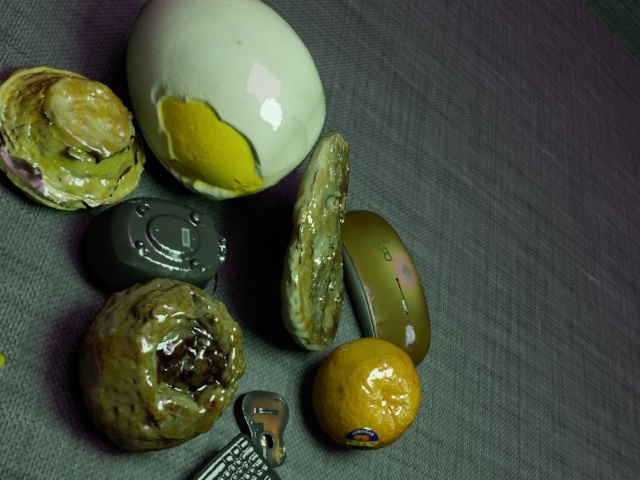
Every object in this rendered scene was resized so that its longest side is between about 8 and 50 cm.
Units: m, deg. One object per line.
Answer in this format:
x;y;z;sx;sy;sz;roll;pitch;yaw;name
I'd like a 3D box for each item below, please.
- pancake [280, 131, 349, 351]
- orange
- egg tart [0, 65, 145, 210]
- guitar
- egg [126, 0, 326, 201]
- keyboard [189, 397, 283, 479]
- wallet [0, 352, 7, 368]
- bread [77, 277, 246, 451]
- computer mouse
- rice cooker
0.002;0.000;1.322;0.356;0.065;0.356;7;90;-81;pancake
0.072;0.242;1.324;0.178;0.155;0.177;-1;97;-11;orange
-0.342;-0.151;1.158;0.241;0.106;0.241;25;50;-34;egg tart
-0.081;0.333;1.220;0.088;0.025;0.233;16;59;-39;guitar
-0.148;-0.233;1.267;0.283;0.283;0.345;-29;87;-49;egg
-0.132;0.347;1.122;0.103;0.041;0.381;55;46;-9;keyboard
-0.468;0.094;0.906;0.241;0.067;0.141;49;33;-17;wallet
-0.197;0.160;1.077;0.230;0.123;0.230;-3;95;-39;bread
0.115;0.086;1.525;0.158;0.072;0.310;-9;76;-46;computer mouse
-0.226;0.014;1.172;0.203;0.118;0.142;12;60;-37;rice cooker
